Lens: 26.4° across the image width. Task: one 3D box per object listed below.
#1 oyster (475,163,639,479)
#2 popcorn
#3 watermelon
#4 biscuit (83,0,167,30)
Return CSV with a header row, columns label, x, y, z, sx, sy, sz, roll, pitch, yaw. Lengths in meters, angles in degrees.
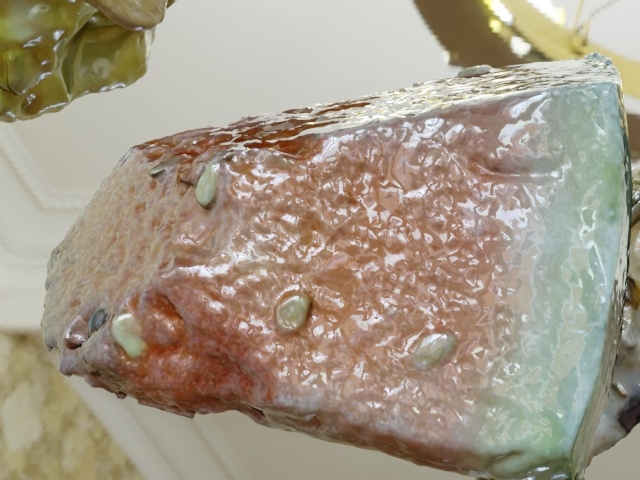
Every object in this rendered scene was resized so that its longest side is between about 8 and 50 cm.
label,x,y,z,sx,sy,sz,roll,pitch,yaw
oyster,0.208,0.020,0.843,0.128,0.345,0.078,46,-5,-28
popcorn,-0.290,-0.273,1.309,0.292,0.293,0.334,39,-24,13
watermelon,0.000,0.000,0.564,0.257,0.193,0.139,0,-72,6
biscuit,-0.179,-0.212,1.038,0.147,0.071,0.018,34,-43,-19
